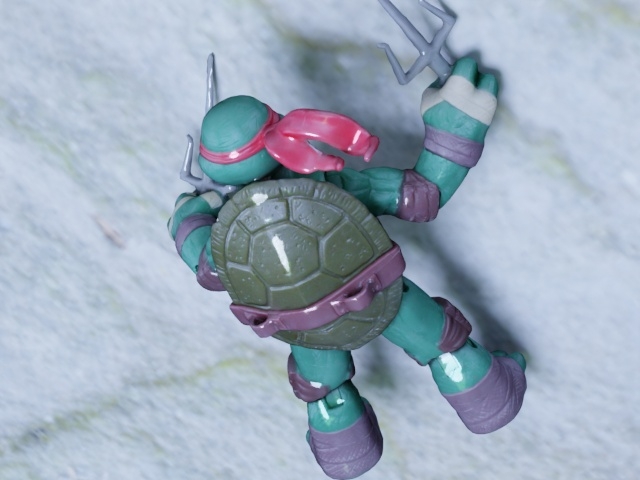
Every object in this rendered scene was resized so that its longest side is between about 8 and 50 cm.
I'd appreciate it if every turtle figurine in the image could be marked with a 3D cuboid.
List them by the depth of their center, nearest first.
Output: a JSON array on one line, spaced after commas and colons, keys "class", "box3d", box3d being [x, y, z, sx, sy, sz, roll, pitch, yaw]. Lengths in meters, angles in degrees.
[{"class": "turtle figurine", "box3d": [0.000, 0.000, 0.585, 0.175, 0.118, 0.234, -10, 124, 28]}]
